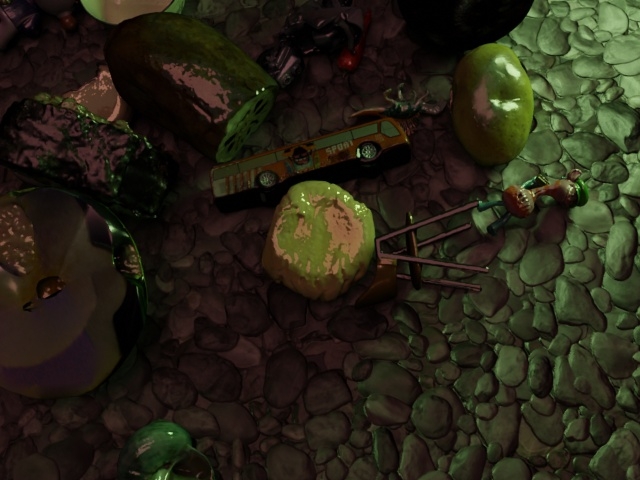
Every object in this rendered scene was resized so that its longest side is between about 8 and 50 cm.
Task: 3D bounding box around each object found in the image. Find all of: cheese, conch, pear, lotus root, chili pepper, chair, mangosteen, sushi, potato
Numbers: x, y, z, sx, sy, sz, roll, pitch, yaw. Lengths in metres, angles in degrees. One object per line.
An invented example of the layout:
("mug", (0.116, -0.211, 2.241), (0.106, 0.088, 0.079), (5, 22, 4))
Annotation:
("cheese", (-0.459, -0.250, 1.751), (0.163, 0.071, 0.248), (-20, 80, -1))
("conch", (-0.284, 0.418, 1.504), (0.176, 0.122, 0.188), (-4, 74, -16))
("pear", (-0.497, 0.093, 1.574), (0.399, 0.165, 0.398), (1, 93, 9))
("lotus root", (-0.272, -0.327, 1.664), (0.346, 0.250, 0.250), (33, 79, 10))
("chili pepper", (0.080, -0.431, 1.767), (0.045, 0.027, 0.178), (21, 75, 13))
("chair", (0.182, 0.034, 1.546), (0.247, 0.159, 0.172), (-5, 75, 4))
("cheese", (0.000, 0.000, 1.585), (0.214, 0.117, 0.226), (24, 86, 1))
("mangosteen", (0.294, -0.543, 1.649), (0.300, 0.300, 0.300), (-2, 73, 6))
("sushi", (-0.457, -0.166, 1.610), (0.350, 0.211, 0.170), (23, 86, -15))
("potato", (0.339, -0.269, 1.633), (0.169, 0.143, 0.248), (-3, 81, 2))

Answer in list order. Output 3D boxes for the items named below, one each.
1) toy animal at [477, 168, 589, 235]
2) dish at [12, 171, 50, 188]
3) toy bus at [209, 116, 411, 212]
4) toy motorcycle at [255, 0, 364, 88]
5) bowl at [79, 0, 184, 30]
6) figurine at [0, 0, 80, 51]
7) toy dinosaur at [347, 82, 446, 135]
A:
("toy animal", (0.412, -0.082, 1.601), (0.208, 0.100, 0.103), (-23, 33, 2))
("dish", (-0.596, -0.142, 1.734), (0.141, 0.078, 0.141), (17, 35, -12))
("toy bus", (-0.021, -0.149, 1.660), (0.409, 0.093, 0.092), (-15, 66, 1))
("toy motorcycle", (-0.010, -0.425, 1.723), (0.270, 0.106, 0.159), (-48, 55, -9))
("bowl", (-0.401, -0.543, 1.805), (0.238, 0.126, 0.237), (-2, 73, 7))
("figurine", (-0.653, -0.551, 1.837), (0.274, 0.133, 0.193), (-16, 86, 4))
("toy dinosaur", (0.163, -0.264, 1.703), (0.187, 0.044, 0.106), (-33, 88, -5))
